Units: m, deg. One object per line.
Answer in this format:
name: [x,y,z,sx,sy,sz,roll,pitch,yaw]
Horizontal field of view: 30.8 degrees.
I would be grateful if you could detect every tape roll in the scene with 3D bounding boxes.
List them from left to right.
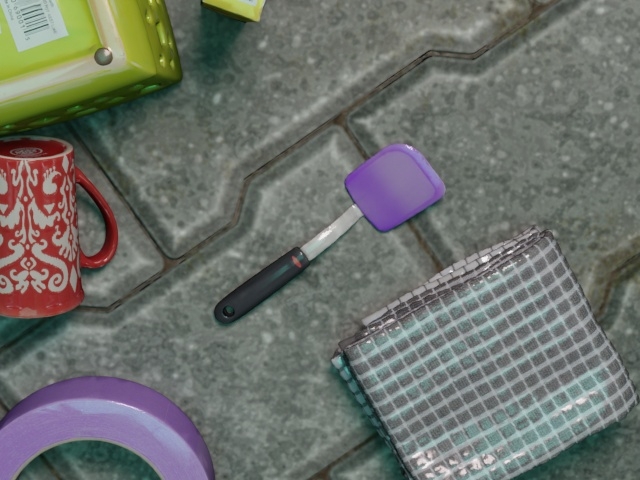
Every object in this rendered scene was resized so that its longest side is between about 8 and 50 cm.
tape roll: [-0.256,0.296,1.305,0.274,0.090,0.275,-1,99,-4]

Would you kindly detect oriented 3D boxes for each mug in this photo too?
mug: [-0.298,-0.023,1.232,0.113,0.150,0.169,12,112,21]

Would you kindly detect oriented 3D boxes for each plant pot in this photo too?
plant pot: [-0.276,-0.230,1.151,0.227,0.207,0.228,-17,100,-1]

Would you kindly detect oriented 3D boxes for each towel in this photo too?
towel: [0.182,0.149,1.297,0.283,0.121,0.235,-31,100,1]

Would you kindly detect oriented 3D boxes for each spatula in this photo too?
spatula: [0.000,0.000,1.302,0.296,0.030,0.084,-37,100,3]

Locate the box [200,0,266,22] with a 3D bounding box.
box: [-0.080,-0.263,1.146,0.058,0.232,0.087,17,99,-10]
